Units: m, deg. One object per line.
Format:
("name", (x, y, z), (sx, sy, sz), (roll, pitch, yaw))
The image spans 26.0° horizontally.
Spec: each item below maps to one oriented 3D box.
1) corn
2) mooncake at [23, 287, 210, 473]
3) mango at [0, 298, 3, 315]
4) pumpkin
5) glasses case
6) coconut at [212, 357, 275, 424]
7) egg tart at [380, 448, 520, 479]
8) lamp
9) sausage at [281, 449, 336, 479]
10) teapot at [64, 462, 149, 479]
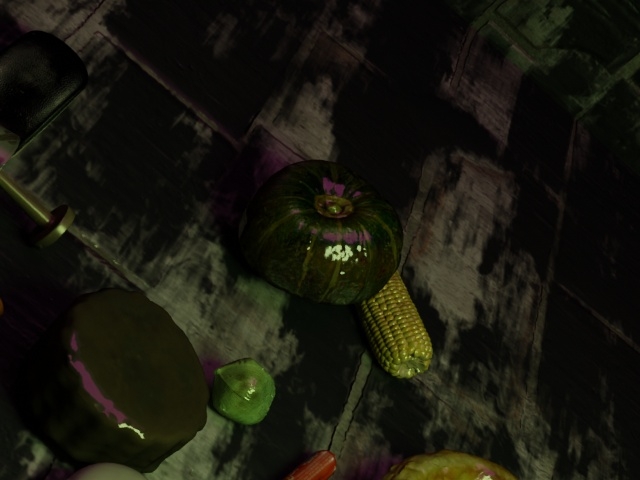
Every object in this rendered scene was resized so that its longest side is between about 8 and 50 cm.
("corn", (0.105, 0.111, 2.226), (0.093, 0.093, 0.244), (16, 38, -39))
("mooncake", (-0.253, 0.179, 1.705), (0.228, 0.124, 0.228), (35, 33, -27))
("mango", (-0.425, 0.064, 1.698), (0.089, 0.046, 0.060), (38, 32, -21))
("pumpkin", (0.000, 0.002, 2.151), (0.260, 0.189, 0.260), (10, 40, -9))
("glasses case", (-0.429, -0.210, 1.973), (0.122, 0.075, 0.314), (40, 32, -8))
("coconut", (-0.108, 0.203, 1.884), (0.096, 0.088, 0.088), (38, 32, -24))
("egg tart", (0.204, 0.466, 1.880), (0.387, 0.169, 0.388), (28, 34, -21))
("lamp", (-0.422, -0.080, 1.802), (0.215, 0.121, 0.121), (47, 29, -25))
("sausage", (-0.015, 0.321, 1.894), (0.048, 0.050, 0.145), (12, 21, 26))
("teapot", (-0.229, 0.331, 1.592), (0.226, 0.092, 0.145), (39, 47, -22))
